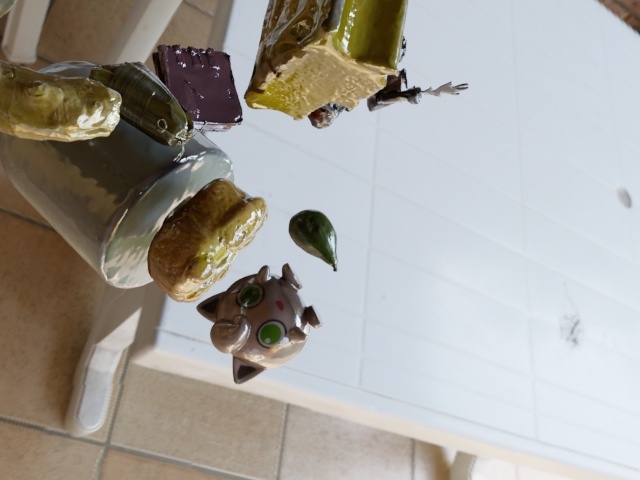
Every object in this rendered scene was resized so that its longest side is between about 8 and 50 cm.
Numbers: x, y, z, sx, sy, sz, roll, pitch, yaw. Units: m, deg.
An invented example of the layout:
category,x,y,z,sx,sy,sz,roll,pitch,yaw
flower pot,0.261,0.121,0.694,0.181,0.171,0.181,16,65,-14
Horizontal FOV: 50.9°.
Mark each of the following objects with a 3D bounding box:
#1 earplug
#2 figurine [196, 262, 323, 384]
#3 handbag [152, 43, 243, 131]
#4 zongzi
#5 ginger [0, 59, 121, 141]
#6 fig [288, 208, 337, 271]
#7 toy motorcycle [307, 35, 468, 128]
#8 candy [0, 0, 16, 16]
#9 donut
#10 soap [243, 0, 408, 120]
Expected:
category,x,y,z,sx,sy,sz,roll,pitch,yaw
earplug,-0.399,-0.151,1.243,0.394,0.313,0.312,40,46,15
figurine,-0.074,0.100,0.848,0.138,0.125,0.125,-27,86,-3
handbag,-0.301,-0.372,1.648,0.203,0.074,0.216,-9,82,-43
zongzi,-0.261,-0.226,1.098,0.187,0.084,0.184,34,25,0
ginger,-0.324,-0.148,0.721,0.205,0.115,0.081,22,40,-17
fig,0.000,0.000,1.666,0.117,0.117,0.177,-26,64,-42
toy motorcycle,0.090,-0.326,1.359,0.401,0.207,0.134,-5,32,-4
candy,-0.578,-0.398,1.065,0.104,0.234,0.102,23,72,-53
donut,-0.188,0.001,1.115,0.114,0.226,0.226,39,49,2
soap,0.010,-0.319,0.878,0.143,0.259,0.281,16,76,-26
